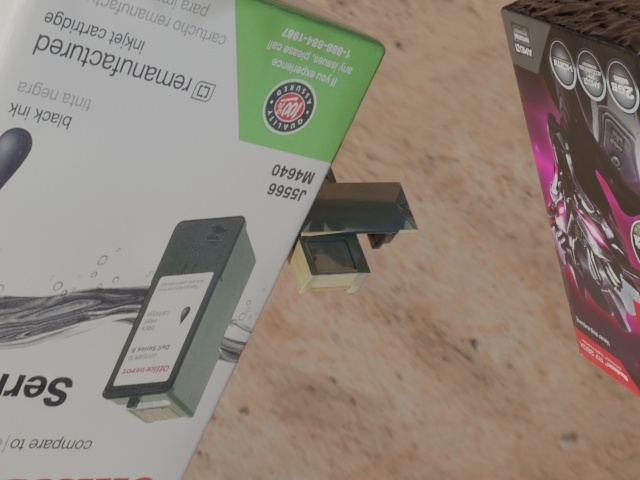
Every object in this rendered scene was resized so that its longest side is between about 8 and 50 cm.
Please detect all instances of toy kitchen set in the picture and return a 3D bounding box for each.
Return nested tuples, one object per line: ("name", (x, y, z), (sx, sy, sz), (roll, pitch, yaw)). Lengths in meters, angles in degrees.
("toy kitchen set", (0.000, 0.000, 0.707), (0.068, 0.083, 0.075), (-2, 147, -28))

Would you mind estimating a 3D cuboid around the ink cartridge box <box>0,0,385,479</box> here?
("ink cartridge box", (-0.121, -0.006, 0.622), (0.198, 0.114, 0.273), (10, 110, -48))

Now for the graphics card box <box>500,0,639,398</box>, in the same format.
("graphics card box", (0.279, -0.026, 1.178), (0.094, 0.233, 0.371), (-21, 115, -12))
